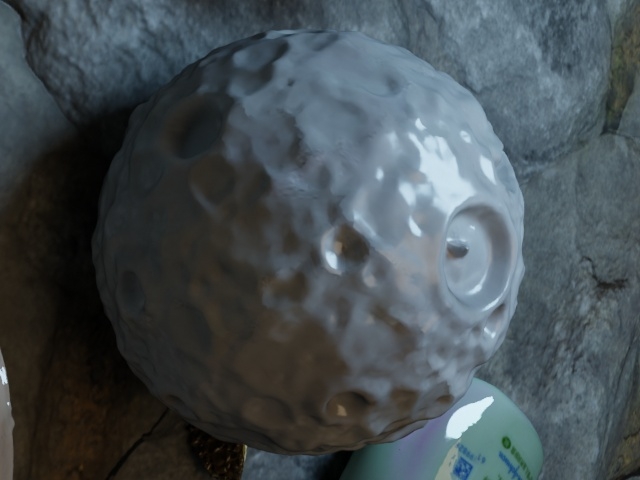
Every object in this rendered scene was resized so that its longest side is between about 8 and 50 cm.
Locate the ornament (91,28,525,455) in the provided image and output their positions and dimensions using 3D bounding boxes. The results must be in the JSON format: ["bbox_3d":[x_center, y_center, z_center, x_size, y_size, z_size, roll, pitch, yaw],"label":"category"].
[{"bbox_3d":[0.000,0.000,1.195,0.337,0.337,0.337,-12,106,-49],"label":"ornament"}]

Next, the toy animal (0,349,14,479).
[{"bbox_3d":[-0.309,0.160,0.949,0.256,0.195,0.212,-22,106,-43],"label":"toy animal"}]

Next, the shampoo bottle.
[{"bbox_3d":[0.076,0.303,1.468,0.349,0.151,0.222,-60,142,-25],"label":"shampoo bottle"}]

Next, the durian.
[{"bbox_3d":[-0.075,0.149,1.334,0.066,0.052,0.130,0,90,-48],"label":"durian"}]
